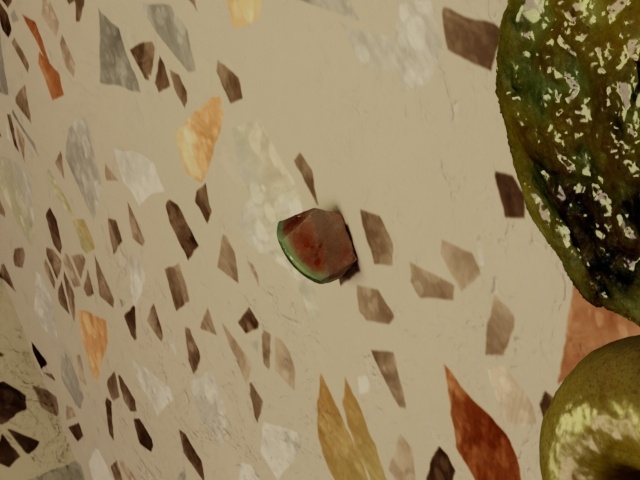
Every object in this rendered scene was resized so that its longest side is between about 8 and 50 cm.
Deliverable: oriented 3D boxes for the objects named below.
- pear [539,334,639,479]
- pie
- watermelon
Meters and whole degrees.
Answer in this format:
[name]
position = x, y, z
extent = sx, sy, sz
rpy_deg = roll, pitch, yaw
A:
[pear]
position = 0.273, 0.167, 1.142
extent = 0.188, 0.211, 0.228
rpy_deg = -47, 50, 43
[pie]
position = 0.227, -0.062, 1.240
extent = 0.323, 0.070, 0.323
rpy_deg = 45, 144, 46
[watermelon]
position = 0.001, 0.006, 1.760
extent = 0.084, 0.072, 0.092
rpy_deg = 64, -166, -7
